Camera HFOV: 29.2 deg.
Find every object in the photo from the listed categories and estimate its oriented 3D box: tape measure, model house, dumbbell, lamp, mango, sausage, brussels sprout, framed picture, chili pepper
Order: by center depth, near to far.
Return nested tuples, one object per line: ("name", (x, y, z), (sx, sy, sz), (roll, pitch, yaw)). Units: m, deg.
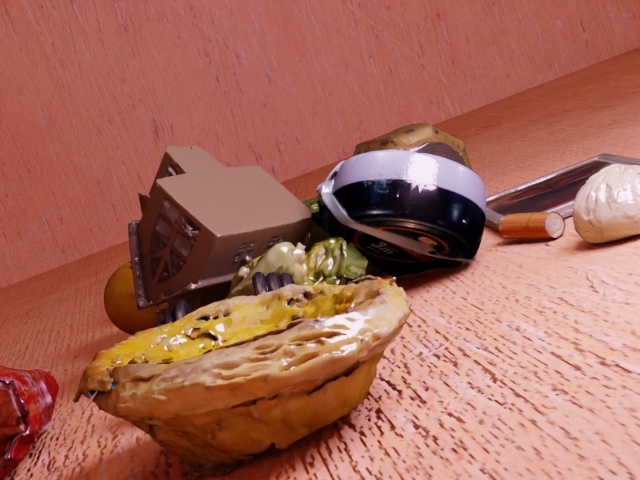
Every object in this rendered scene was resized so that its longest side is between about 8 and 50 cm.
("dumbbell", (-0.084, 0.091, 1.195), (0.209, 0.099, 0.099), (-21, 7, 0))
("chili pepper", (-0.337, 0.185, 1.253), (0.252, 0.136, 0.144), (48, -113, -87))
("brussels sprout", (-0.034, 0.056, 1.336), (0.181, 0.100, 0.139), (-47, -9, 37))
("tape measure", (0.095, -0.033, 1.364), (0.181, 0.107, 0.182), (-10, -28, 38))
("sausage", (0.232, -0.016, 1.381), (0.031, 0.031, 0.107), (-24, 9, -25))
("model house", (-0.154, 0.032, 1.432), (0.181, 0.176, 0.248), (-13, -42, -49))
("framed picture", (0.307, -0.061, 1.571), (0.211, 0.020, 0.289), (-21, 8, 0))
("mango", (-0.211, 0.080, 1.646), (0.136, 0.099, 0.227), (-19, 14, -25))
("lamp", (0.122, -0.081, 1.709), (0.161, 0.161, 0.185), (-22, 7, -15))

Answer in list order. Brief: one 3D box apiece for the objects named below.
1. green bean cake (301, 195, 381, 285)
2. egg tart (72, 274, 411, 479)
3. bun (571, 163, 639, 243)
("green bean cake", (-0.002, 0.005, 1.551), (0.200, 0.113, 0.214), (-28, 10, -42))
("egg tart", (-0.057, 0.110, 0.982), (0.291, 0.107, 0.291), (-15, 5, 2))
("bun", (0.306, -0.043, 1.232), (0.115, 0.069, 0.115), (-18, 8, 3))
